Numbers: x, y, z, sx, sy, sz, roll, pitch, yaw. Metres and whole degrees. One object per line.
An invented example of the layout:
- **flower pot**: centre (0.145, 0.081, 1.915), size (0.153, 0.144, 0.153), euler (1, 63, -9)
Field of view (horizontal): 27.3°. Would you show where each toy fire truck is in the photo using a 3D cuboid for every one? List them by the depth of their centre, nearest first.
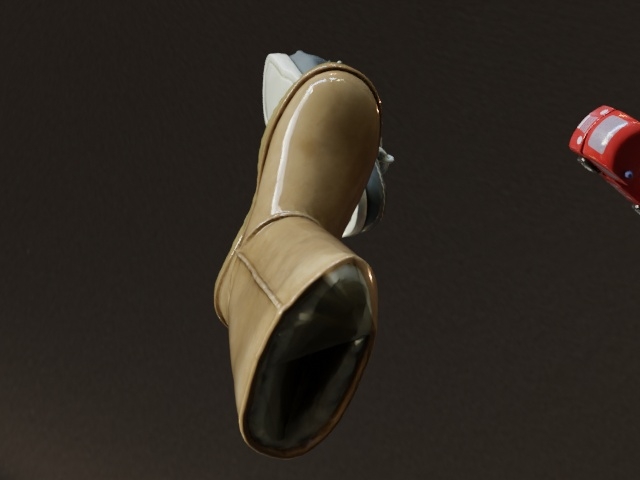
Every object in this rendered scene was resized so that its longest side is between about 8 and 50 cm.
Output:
- **toy fire truck**: centre (0.282, -0.020, 0.975), size (0.192, 0.135, 0.047), euler (38, -87, -19)

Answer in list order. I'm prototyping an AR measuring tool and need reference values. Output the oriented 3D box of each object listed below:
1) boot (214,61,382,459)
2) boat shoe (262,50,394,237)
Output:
- **boot**: centre (0.000, 0.000, 0.902), size (0.089, 0.269, 0.236), euler (18, -82, -11)
- **boat shoe**: centre (0.021, -0.104, 1.289), size (0.099, 0.319, 0.116), euler (-1, -62, -16)
